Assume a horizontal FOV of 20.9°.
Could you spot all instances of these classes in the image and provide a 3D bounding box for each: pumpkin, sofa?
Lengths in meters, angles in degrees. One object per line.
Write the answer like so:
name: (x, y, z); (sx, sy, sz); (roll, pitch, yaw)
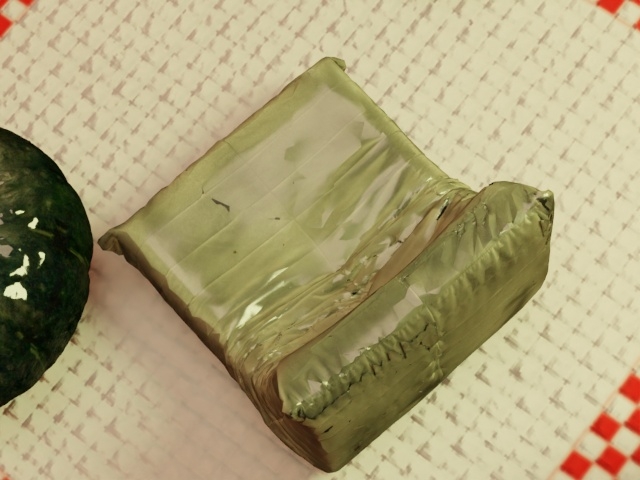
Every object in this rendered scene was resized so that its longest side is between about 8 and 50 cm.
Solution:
pumpkin: (-0.250, 0.016, 1.100); (0.212, 0.152, 0.211); (-6, 54, 8)
sofa: (0.000, 0.000, 1.064); (0.210, 0.176, 0.225); (-39, 70, -8)
